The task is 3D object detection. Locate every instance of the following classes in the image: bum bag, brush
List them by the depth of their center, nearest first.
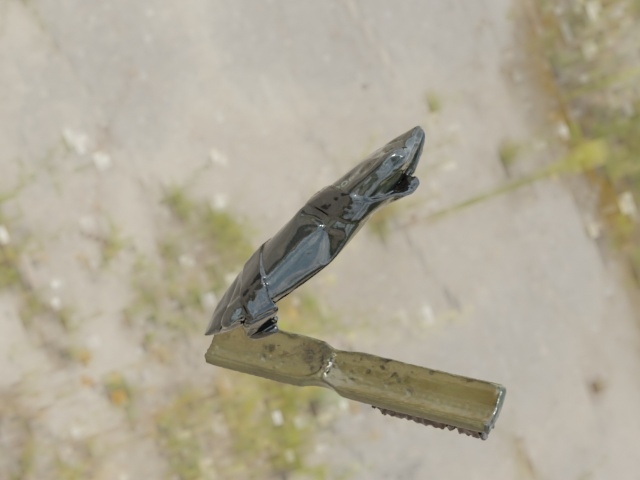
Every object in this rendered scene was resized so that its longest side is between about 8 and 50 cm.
[{"bbox_3d":[0.000,0.000,1.294,0.049,0.197,0.087,47,5,1],"label":"bum bag"},{"bbox_3d":[0.024,0.106,1.496,0.043,0.248,0.036,-63,149,-28],"label":"brush"}]
